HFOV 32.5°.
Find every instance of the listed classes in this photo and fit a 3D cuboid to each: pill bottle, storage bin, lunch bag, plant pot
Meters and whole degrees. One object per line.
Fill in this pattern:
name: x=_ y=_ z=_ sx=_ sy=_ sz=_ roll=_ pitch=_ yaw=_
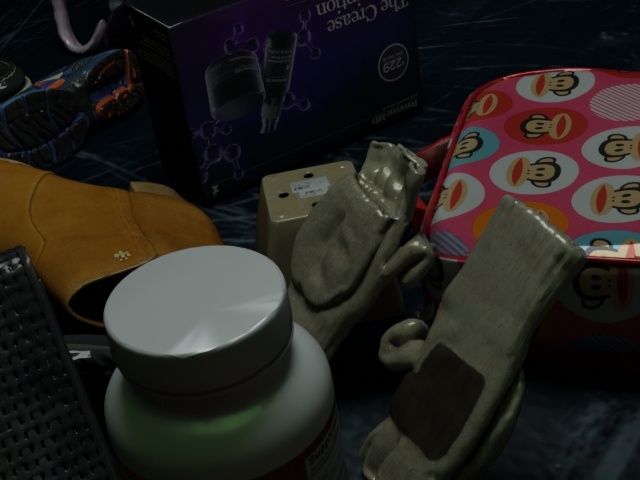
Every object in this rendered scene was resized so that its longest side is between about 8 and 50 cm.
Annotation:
pill bottle: x=-0.048 y=0.116 z=0.594 sx=0.121 sy=0.216 sz=0.121 roll=-7 pitch=33 yaw=4
storage bin: x=-0.187 y=0.104 z=0.662 sx=0.084 sy=0.180 sz=0.122 roll=-21 pitch=0 yaw=-18
lunch bag: x=0.186 y=-0.031 z=0.849 sx=0.258 sy=0.120 sz=0.293 roll=4 pitch=36 yaw=20
plant pot: x=0.000 y=0.000 z=0.868 sx=0.109 sy=0.096 sz=0.109 roll=-11 pitch=34 yaw=-3

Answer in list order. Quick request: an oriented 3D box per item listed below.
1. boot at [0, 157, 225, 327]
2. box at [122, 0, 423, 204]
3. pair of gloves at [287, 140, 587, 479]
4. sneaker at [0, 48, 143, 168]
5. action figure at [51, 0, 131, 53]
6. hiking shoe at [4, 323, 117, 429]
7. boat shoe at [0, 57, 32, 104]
boot: x=-0.219 y=0.009 z=0.865 sx=0.295 sy=0.104 sz=0.211 roll=-3 pitch=20 yaw=-18
box: x=-0.037 y=-0.175 z=1.062 sx=0.261 sy=0.184 sz=0.103 roll=-26 pitch=39 yaw=-24
pair of gloves: x=0.056 y=0.049 z=0.725 sx=0.042 sy=0.204 sz=0.240 roll=18 pitch=10 yaw=-39
sneaker: x=-0.287 y=-0.136 z=1.175 sx=0.087 sy=0.083 sz=0.221 roll=1 pitch=27 yaw=39
action figure: x=-0.140 y=-0.325 z=1.257 sx=0.276 sy=0.248 sz=0.370 roll=-26 pitch=34 yaw=-22
hiking shoe: x=-0.225 y=0.083 z=0.806 sx=0.227 sy=0.086 sz=0.114 roll=-4 pitch=37 yaw=9
boat shoe: x=-0.507 y=-0.193 z=1.265 sx=0.340 sy=0.113 sz=0.127 roll=0 pitch=34 yaw=13
